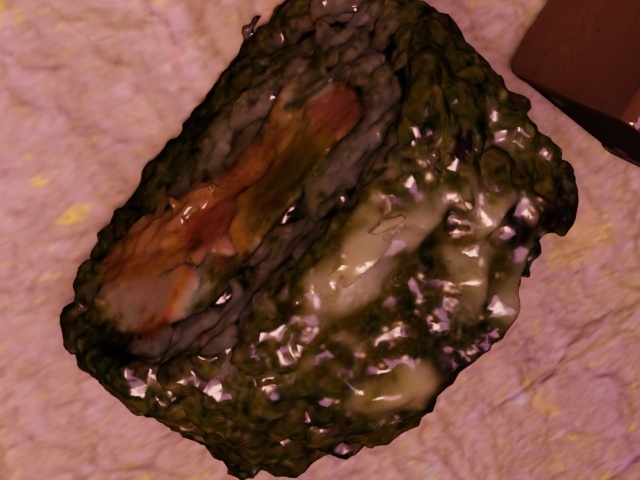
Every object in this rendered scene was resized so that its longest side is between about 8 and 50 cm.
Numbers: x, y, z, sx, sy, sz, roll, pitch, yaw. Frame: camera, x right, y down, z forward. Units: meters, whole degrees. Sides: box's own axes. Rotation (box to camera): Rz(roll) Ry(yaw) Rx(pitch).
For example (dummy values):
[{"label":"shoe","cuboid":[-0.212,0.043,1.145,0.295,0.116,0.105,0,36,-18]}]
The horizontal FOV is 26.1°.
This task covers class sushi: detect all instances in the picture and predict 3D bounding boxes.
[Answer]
[{"label":"sushi","cuboid":[0.000,0.000,0.959,0.178,0.294,0.352,39,90,-32]}]

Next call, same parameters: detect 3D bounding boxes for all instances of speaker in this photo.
[{"label":"speaker","cuboid":[0.303,-0.178,1.117,0.153,0.192,0.231,32,92,-35]}]
